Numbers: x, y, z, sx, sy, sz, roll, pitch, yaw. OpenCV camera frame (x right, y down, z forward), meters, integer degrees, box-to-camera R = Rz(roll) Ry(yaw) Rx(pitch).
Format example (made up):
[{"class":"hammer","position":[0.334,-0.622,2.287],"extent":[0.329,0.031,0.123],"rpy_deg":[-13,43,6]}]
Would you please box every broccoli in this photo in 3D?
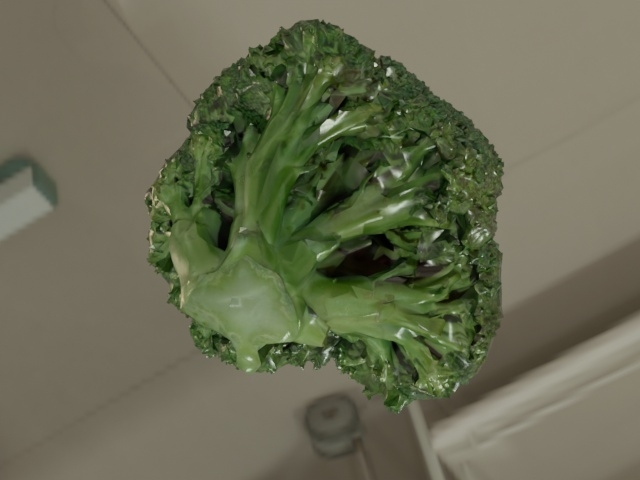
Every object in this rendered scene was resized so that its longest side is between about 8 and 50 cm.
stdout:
[{"class":"broccoli","position":[0.000,0.000,1.200],"extent":[0.307,0.275,0.308],"rpy_deg":[7,118,13]}]
